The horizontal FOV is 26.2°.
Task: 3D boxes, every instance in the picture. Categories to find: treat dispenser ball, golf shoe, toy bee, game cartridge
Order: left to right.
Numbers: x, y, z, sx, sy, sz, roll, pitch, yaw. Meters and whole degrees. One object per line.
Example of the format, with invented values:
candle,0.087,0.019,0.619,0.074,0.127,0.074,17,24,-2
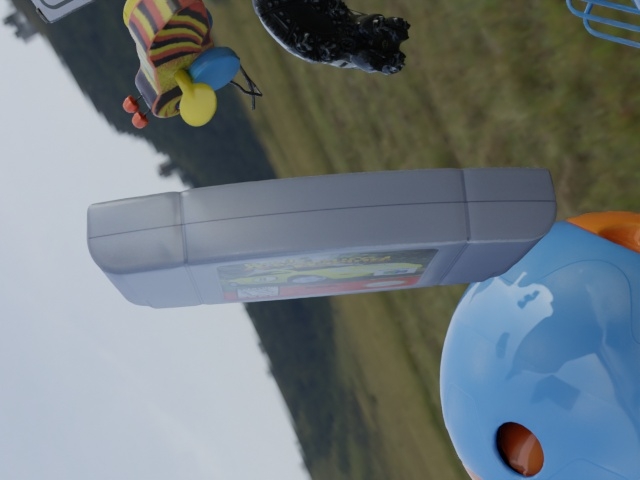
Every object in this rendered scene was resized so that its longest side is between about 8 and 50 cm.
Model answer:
toy bee,-0.180,-0.205,1.721,0.195,0.162,0.298,57,180,42
golf shoe,-0.006,-0.205,1.336,0.198,0.077,0.094,17,177,-44
game cartridge,0.000,0.000,0.915,0.196,0.294,0.060,92,173,-76
treat dispenser ball,0.244,0.119,1.153,0.288,0.288,0.288,63,-174,-12

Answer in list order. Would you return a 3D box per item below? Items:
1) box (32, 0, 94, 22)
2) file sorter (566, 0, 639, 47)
box,-0.068,-0.242,0.685,0.169,0.290,0.087,56,-142,-20
file sorter,0.229,-0.223,1.016,0.104,0.118,0.170,21,176,34
